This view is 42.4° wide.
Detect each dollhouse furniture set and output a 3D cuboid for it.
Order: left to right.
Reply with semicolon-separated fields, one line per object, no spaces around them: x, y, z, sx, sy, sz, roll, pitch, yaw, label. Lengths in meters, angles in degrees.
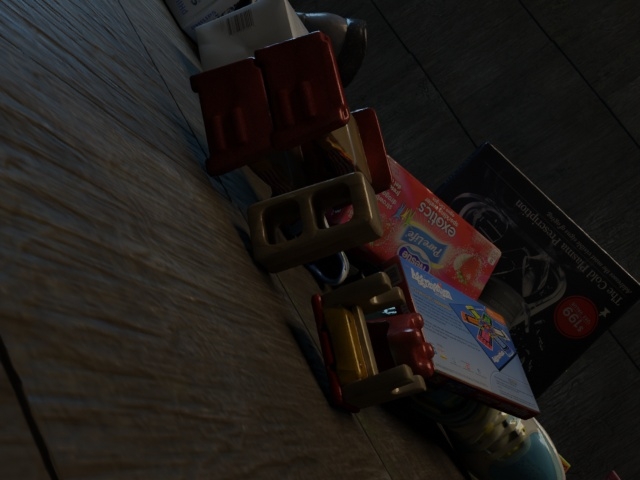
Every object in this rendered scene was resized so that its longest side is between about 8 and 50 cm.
0.000;0.000;0.848;0.201;0.152;0.374;43;32;-64;dollhouse furniture set

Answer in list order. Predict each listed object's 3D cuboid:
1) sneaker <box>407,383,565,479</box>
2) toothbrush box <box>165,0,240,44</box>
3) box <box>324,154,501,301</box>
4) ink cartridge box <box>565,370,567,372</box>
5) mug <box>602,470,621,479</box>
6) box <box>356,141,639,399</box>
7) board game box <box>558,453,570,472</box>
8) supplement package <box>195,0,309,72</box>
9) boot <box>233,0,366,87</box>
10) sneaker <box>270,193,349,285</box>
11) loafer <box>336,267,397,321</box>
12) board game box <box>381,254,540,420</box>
0.207;0.240;1.100;0.319;0.127;0.208;48;4;10;sneaker
-0.176;-0.411;1.448;0.216;0.126;0.295;59;9;23;toothbrush box
0.111;-0.005;1.158;0.257;0.123;0.128;37;-14;-26;box
0.348;0.242;1.642;0.160;0.219;0.092;54;10;-12;ink cartridge box
0.231;0.303;0.767;0.150;0.169;0.113;46;13;-51;mug
0.284;0.067;1.363;0.343;0.312;0.179;43;8;2;box
0.325;0.332;1.484;0.124;0.039;0.259;43;-6;-22;board game box
-0.059;-0.216;1.195;0.244;0.139;0.134;44;31;-63;supplement package
-0.077;-0.274;1.387;0.222;0.338;0.118;10;52;-15;boot
-0.010;-0.005;1.014;0.144;0.053;0.059;54;9;-11;sneaker
0.081;0.091;1.041;0.094;0.087;0.251;54;7;-14;loafer
0.173;0.123;0.986;0.281;0.027;0.145;29;39;-48;board game box
